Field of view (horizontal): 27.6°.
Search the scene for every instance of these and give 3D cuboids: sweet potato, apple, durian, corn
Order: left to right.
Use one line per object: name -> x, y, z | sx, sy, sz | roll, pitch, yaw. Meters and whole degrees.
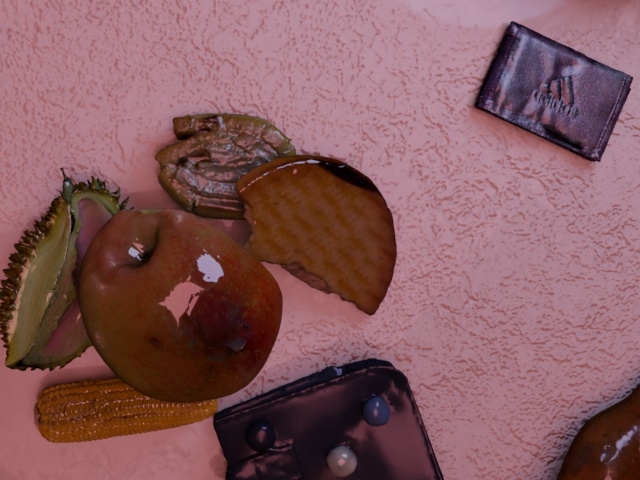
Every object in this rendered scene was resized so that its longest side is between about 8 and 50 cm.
durian -> -0.278, 0.028, 1.400 | 0.137, 0.095, 0.221 | 9, 106, -55
corn -> -0.214, 0.183, 1.439 | 0.203, 0.072, 0.072 | -6, 98, -9
apple -> -0.150, 0.072, 1.356 | 0.207, 0.174, 0.188 | -20, 142, 24
sweet potato -> 0.351, 0.251, 1.524 | 0.359, 0.112, 0.112 | -45, 102, -20

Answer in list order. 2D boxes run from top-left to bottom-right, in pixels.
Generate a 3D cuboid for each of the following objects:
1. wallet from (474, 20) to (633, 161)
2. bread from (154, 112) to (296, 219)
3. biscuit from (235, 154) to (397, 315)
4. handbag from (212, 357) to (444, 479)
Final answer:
wallet -> 0.270, -0.170, 1.500 | 0.165, 0.030, 0.111 | 23, 88, -13
bread -> -0.104, -0.080, 1.429 | 0.156, 0.064, 0.118 | 1, 95, -11
biscuit -> 0.000, 0.000, 1.441 | 0.176, 0.031, 0.229 | -27, 121, -13
handbag -> 0.015, 0.319, 1.466 | 0.269, 0.118, 0.326 | -21, 93, -4
